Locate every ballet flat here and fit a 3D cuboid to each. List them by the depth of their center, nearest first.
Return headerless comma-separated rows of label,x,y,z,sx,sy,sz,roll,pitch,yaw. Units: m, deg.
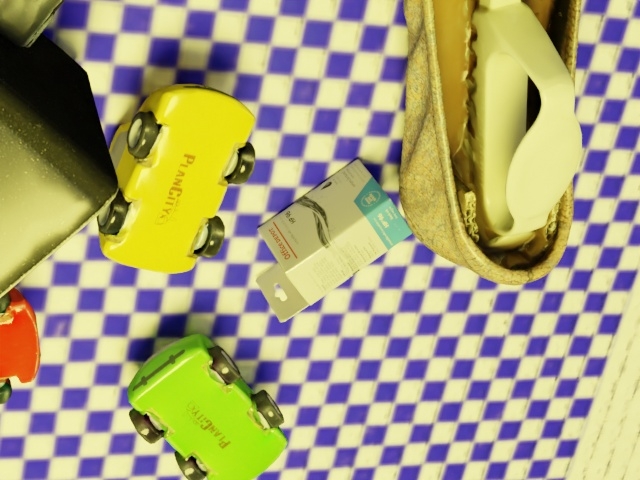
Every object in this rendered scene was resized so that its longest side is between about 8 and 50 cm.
ballet flat,0.093,-0.115,0.716,0.107,0.106,0.316,-16,124,-14

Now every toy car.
toy car,-0.098,0.049,0.767,0.239,0.053,0.225,-37,126,2

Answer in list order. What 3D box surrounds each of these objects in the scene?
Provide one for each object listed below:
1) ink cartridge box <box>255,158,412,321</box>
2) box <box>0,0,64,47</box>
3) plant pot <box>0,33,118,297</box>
ink cartridge box,0.000,0.000,0.781,0.083,0.048,0.028,-36,126,0
box,-0.152,-0.200,0.561,0.153,0.108,0.207,-47,126,8
plant pot,-0.211,-0.046,0.596,0.187,0.188,0.167,-39,113,4
